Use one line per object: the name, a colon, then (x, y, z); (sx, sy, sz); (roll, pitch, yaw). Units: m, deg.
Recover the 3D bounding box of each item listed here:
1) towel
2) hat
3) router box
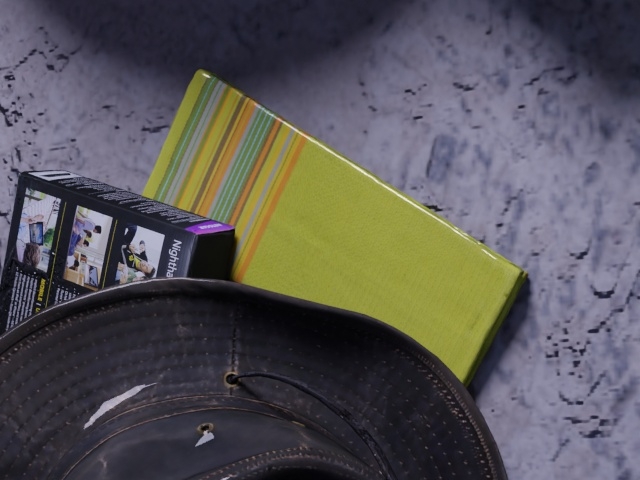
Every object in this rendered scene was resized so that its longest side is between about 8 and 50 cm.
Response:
towel: (0.000, 0.000, 0.952); (0.237, 0.021, 0.102); (33, 109, 25)
hat: (-0.049, 0.169, 0.819); (0.331, 0.134, 0.331); (0, 88, -7)
router box: (-0.131, 0.061, 0.995); (0.133, 0.046, 0.179); (19, 103, 28)
